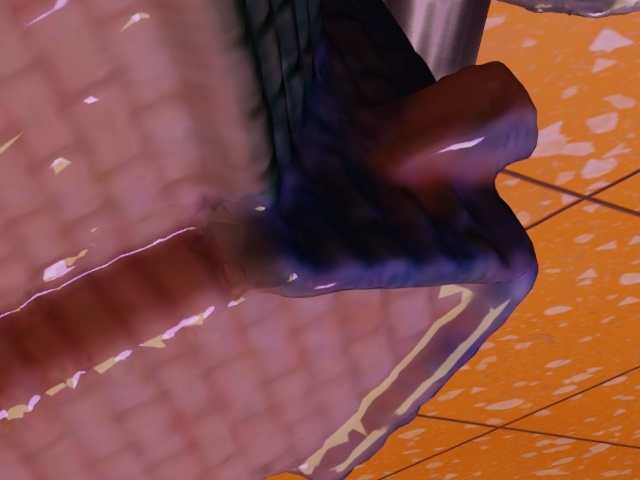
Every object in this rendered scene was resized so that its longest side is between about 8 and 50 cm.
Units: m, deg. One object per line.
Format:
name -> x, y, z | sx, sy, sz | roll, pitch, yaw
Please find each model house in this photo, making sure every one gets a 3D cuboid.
model house -> -0.123, -0.102, 0.863 | 0.400, 0.395, 0.445 | -23, 145, -4

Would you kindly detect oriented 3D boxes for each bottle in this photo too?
bottle -> 0.074, -0.143, 1.161 | 0.096, 0.079, 0.253 | -43, 164, -20

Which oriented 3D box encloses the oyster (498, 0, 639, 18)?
oyster -> 0.125, -0.197, 0.969 | 0.252, 0.087, 0.199 | -3, 148, 10
